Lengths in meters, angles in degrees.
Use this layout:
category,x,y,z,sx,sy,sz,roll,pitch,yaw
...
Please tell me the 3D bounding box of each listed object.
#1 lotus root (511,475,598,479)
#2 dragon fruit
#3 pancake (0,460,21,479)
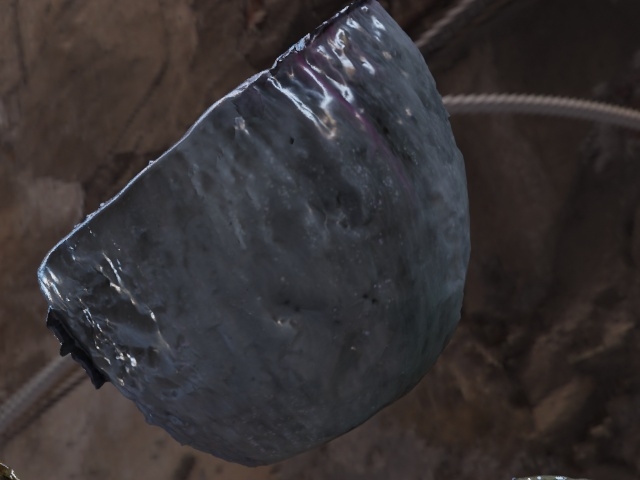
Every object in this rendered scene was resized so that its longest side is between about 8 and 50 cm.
category,x,y,z,sx,sy,sz,roll,pitch,yaw
lotus root,0.310,0.326,1.718,0.170,0.075,0.260,2,-6,-7
dragon fruit,0.000,0.000,0.887,0.204,0.283,0.221,-27,-80,40
pancake,-0.411,0.377,1.362,0.386,0.387,0.082,-17,-33,-1
